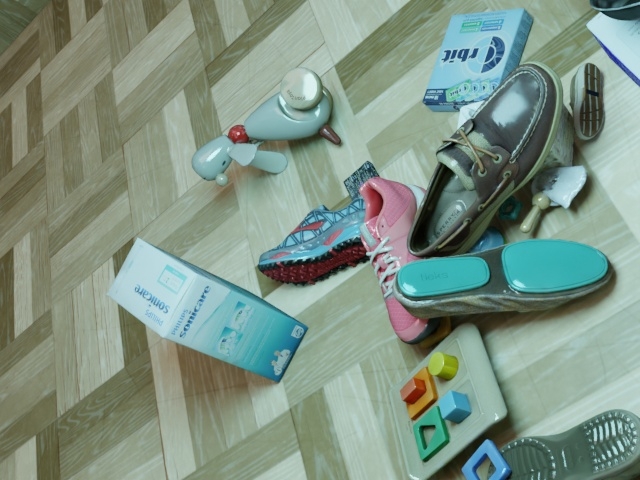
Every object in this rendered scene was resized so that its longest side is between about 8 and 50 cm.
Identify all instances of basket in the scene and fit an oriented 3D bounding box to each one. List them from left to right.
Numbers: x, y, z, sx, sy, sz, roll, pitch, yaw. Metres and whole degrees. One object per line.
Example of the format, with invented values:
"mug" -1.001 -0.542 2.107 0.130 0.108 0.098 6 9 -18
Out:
"basket" 0.315 -0.163 1.314 0.167 0.103 0.113 -8 63 39

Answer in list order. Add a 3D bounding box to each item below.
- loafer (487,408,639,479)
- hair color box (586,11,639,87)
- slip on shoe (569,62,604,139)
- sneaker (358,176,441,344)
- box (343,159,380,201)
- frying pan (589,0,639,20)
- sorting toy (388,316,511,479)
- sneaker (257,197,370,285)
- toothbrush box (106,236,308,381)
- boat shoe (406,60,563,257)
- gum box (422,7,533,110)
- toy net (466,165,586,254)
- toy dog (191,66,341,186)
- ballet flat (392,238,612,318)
"loafer" 0.330 0.302 1.068 0.268 0.092 0.102 -36 38 45
"hair color box" 0.551 -0.253 1.144 0.185 0.110 0.339 -41 45 19
"slip on shoe" 0.416 -0.216 1.294 0.041 0.051 0.135 147 133 -61
"sneaker" 0.116 0.027 1.355 0.116 0.136 0.314 -39 42 39
"box" 0.085 -0.102 1.555 0.067 0.018 0.083 -41 47 19
"frying pan" 0.427 -0.355 1.165 0.326 0.053 0.197 -6 34 48
"sorting toy" 0.176 0.238 1.230 0.196 0.047 0.348 -47 34 29
"sneaker" 0.000 0.000 1.533 0.261 0.104 0.125 -18 53 24
"toothbrush box" -0.205 0.130 1.498 0.216 0.295 0.126 25 87 47
"boat shoe" 0.232 -0.110 1.217 0.123 0.123 0.342 46 121 26
"gum box" 0.282 -0.324 1.474 0.157 0.041 0.184 9 74 44
"toy net" 0.319 -0.054 1.300 0.232 0.045 0.122 -33 48 23
"toy dog" -0.089 -0.203 1.671 0.333 0.220 0.161 -38 79 32
"ballet flat" 0.267 0.064 1.220 0.315 0.106 0.108 -3 56 10
